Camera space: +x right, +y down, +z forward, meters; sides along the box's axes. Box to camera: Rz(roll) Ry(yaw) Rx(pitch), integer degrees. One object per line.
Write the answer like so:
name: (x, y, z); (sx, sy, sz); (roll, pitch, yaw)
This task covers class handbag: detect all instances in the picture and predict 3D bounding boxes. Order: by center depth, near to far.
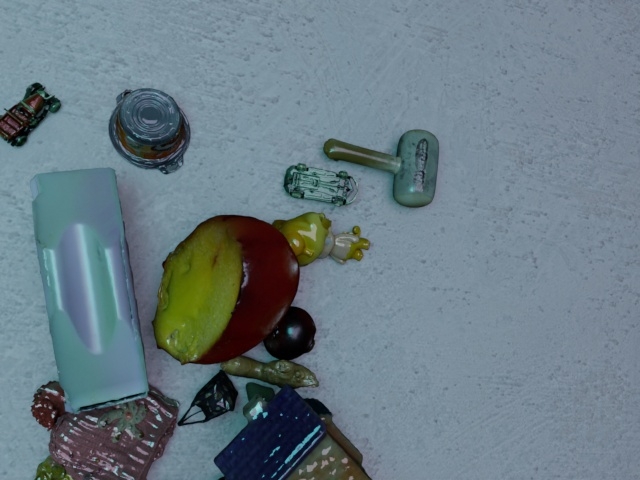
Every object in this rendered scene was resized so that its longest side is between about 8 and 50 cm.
handbag: (-0.253, 0.363, 1.152); (0.139, 0.115, 0.072); (-38, 97, 0)

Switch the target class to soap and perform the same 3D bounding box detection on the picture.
soap: (-0.446, 0.090, 1.026); (0.156, 0.261, 0.445); (-8, 86, -22)

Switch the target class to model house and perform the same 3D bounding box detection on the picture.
model house: (-0.074, 0.435, 1.086); (0.245, 0.312, 0.280); (-44, 100, -11)

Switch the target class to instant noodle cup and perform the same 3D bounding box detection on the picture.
instant noodle cup: (-0.374, -0.258, 1.157); (0.208, 0.125, 0.177); (43, 73, -10)

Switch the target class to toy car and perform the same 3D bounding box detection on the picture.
toy car: (-0.625, -0.269, 1.114); (0.073, 0.054, 0.143); (41, 75, -11)
toy car: (0.001, -0.132, 1.303); (0.186, 0.058, 0.093); (10, 82, -5)

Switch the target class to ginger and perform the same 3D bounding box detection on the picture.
ginger: (-0.115, 0.291, 1.177); (0.214, 0.133, 0.058); (18, 66, -8)

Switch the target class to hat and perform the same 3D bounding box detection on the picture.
hat: (-0.447, 0.374, 1.066); (0.286, 0.107, 0.236); (33, 45, -8)

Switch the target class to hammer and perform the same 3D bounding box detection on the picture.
hammer: (0.153, -0.201, 1.341); (0.306, 0.113, 0.201); (9, 79, -12)

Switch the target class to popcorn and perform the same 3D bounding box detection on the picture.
popcorn: (-0.516, 0.481, 1.057); (0.109, 0.089, 0.096); (3, 97, -14)

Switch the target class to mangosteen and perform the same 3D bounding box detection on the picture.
mangosteen: (-0.063, 0.219, 1.219); (0.140, 0.140, 0.139); (2, 84, -18)

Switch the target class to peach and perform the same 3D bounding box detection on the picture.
peach: (-0.210, 0.108, 1.105); (0.338, 0.281, 0.281); (-38, 97, -18)

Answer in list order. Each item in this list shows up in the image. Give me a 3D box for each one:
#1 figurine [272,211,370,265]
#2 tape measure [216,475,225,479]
figurine: (0.000, 0.000, 1.264); (0.247, 0.131, 0.156); (13, 120, -31)
tape measure: (-0.230, 0.637, 1.116); (0.261, 0.114, 0.253); (-6, 87, -19)
